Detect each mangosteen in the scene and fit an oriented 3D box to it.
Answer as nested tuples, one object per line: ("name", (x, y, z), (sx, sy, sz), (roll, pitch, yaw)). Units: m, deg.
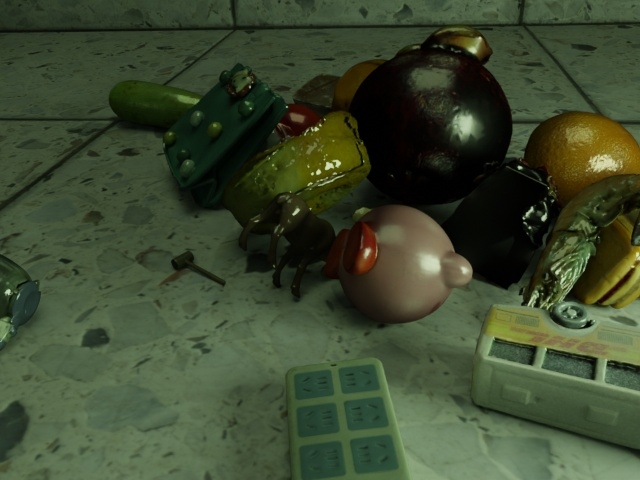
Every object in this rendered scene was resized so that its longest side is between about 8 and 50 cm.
("mangosteen", (0.204, -0.237, 1.136), (0.306, 0.307, 0.347), (8, 64, 17))

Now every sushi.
("sushi", (0.297, -0.048, 0.956), (0.153, 0.172, 0.150), (32, 33, 26))

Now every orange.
("orange", (0.156, -0.316, 1.384), (0.248, 0.183, 0.249), (23, 28, -13))
("orange", (0.467, -0.136, 1.090), (0.205, 0.206, 0.206), (-2, 29, 1))

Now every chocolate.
("chocolate", (0.050, -0.371, 1.641), (0.253, 0.080, 0.157), (21, 52, 38))

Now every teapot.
("teapot", (-0.462, 0.084, 0.846), (0.108, 0.111, 0.149), (16, 26, 4))

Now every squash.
("squash", (-0.406, -0.352, 1.611), (0.370, 0.119, 0.118), (15, 33, 19))

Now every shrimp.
("shrimp", (0.366, 0.016, 0.818), (0.296, 0.058, 0.169), (-55, 18, -24))

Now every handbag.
("handbag", (-0.211, -0.230, 1.241), (0.274, 0.100, 0.269), (-48, 35, 9))

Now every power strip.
("power strip", (0.027, 0.222, 0.628), (0.117, 0.046, 0.270), (-4, 30, -3))

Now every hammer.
("hammer", (-0.194, 0.049, 0.982), (0.110, 0.019, 0.035), (26, 39, 31))

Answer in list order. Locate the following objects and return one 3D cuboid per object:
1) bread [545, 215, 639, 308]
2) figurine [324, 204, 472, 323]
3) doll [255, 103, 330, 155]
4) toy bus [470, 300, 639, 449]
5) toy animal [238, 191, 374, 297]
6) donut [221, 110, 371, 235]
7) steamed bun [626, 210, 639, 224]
("bread", (0.418, 0.015, 0.907), (0.077, 0.116, 0.200), (20, 28, -10))
("figurine", (0.106, 0.034, 0.840), (0.173, 0.173, 0.173), (-2, 29, 1))
("doll", (-0.058, -0.245, 1.378), (0.160, 0.130, 0.290), (16, 25, 33))
("toy bus", (0.345, 0.156, 0.668), (0.342, 0.097, 0.138), (11, 34, 23))
("toy animal", (0.000, 0.000, 0.930), (0.186, 0.214, 0.093), (-51, 38, -15))
("donut", (-0.032, -0.095, 1.027), (0.272, 0.272, 0.107), (-26, 78, -35))
("steamed bun", (0.567, -0.007, 0.871), (0.199, 0.171, 0.226), (4, 30, -1))
